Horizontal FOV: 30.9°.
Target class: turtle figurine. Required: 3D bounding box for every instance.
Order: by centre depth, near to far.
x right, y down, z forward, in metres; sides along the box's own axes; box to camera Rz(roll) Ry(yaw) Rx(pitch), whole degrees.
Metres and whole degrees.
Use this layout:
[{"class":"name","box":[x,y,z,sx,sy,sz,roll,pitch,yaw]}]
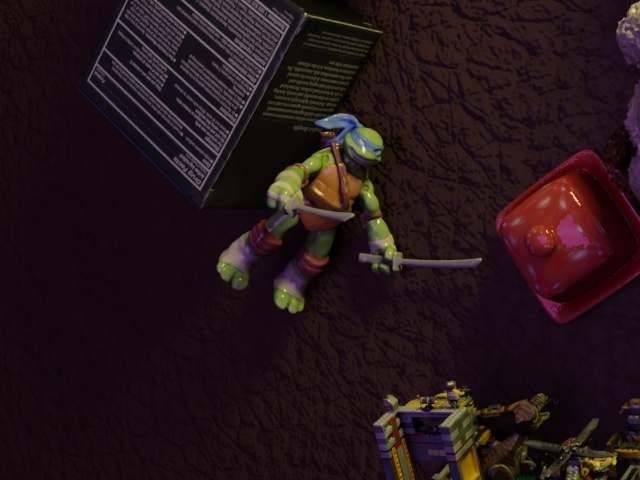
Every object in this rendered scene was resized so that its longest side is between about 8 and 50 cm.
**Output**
[{"class":"turtle figurine","box":[0.000,0.000,1.470,0.266,0.198,0.274,-47,63,32]}]

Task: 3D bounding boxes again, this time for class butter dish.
[{"class":"butter dish","box":[0.272,-0.002,1.323,0.160,0.118,0.160,-40,70,30]}]

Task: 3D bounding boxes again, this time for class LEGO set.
[{"class":"LEGO set","box":[0.220,0.223,1.292,0.331,0.255,0.192,-2,108,43]}]

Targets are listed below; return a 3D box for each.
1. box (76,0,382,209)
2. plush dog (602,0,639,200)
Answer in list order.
[{"class":"box","box":[-0.129,-0.241,1.555,0.296,0.183,0.294,44,114,27]},{"class":"plush dog","box":[0.395,-0.093,1.186,0.262,0.210,0.225,24,151,28]}]
